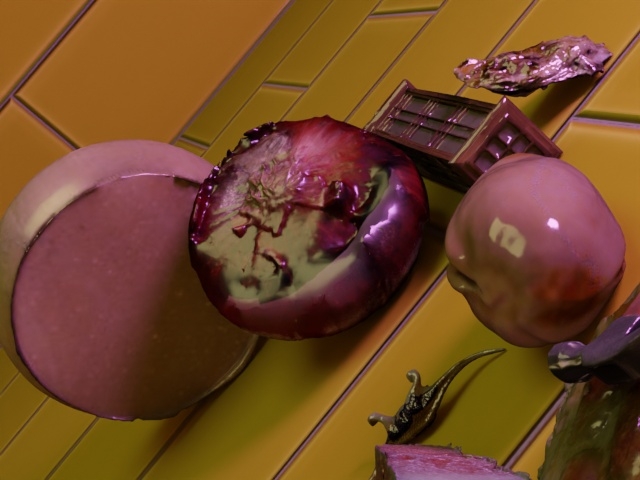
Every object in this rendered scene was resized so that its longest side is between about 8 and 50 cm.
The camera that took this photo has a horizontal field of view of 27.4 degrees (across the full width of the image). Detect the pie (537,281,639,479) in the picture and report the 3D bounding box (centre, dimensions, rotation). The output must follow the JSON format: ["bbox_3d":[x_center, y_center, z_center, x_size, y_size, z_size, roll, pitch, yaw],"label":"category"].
[{"bbox_3d":[0.241,0.085,0.816,0.306,0.071,0.306,-42,18,17],"label":"pie"}]

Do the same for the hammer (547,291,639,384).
[{"bbox_3d":[0.255,-0.023,0.853,0.288,0.033,0.111,-53,14,-21],"label":"hammer"}]

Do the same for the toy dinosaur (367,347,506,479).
[{"bbox_3d":[0.081,0.144,1.133,0.180,0.037,0.058,-53,40,10],"label":"toy dinosaur"}]

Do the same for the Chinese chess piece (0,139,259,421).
[{"bbox_3d":[-0.224,0.048,1.559,0.338,0.338,0.140,-49,28,0],"label":"Chinese chess piece"}]

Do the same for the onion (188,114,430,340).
[{"bbox_3d":[0.000,0.000,1.426,0.272,0.195,0.272,-12,55,18],"label":"onion"}]

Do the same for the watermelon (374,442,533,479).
[{"bbox_3d":[0.078,0.206,0.944,0.241,0.094,0.154,-114,28,-78],"label":"watermelon"}]

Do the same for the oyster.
[{"bbox_3d":[0.224,-0.180,1.366,0.165,0.053,0.108,-22,30,-11],"label":"oyster"}]

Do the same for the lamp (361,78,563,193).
[{"bbox_3d":[0.140,-0.107,1.422,0.089,0.090,0.325,-50,17,-2],"label":"lamp"}]

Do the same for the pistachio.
[{"bbox_3d":[0.173,0.004,1.052,0.144,0.144,0.215,-39,14,28],"label":"pistachio"}]
